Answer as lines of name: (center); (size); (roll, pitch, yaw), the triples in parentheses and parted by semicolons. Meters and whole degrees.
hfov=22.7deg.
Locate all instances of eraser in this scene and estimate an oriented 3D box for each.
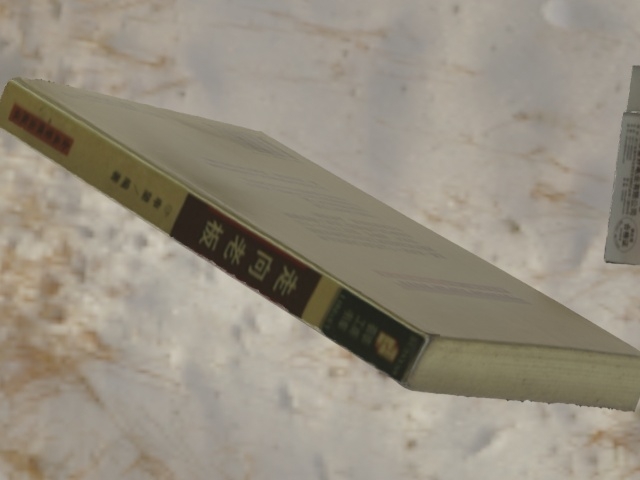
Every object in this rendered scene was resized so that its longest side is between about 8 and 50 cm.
eraser: (0.368, -0.073, 1.680); (0.068, 0.124, 0.210); (9, 93, 47)

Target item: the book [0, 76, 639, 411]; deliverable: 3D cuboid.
book: (0.000, 0.000, 0.622); (0.231, 0.161, 0.026); (31, 103, 37)
